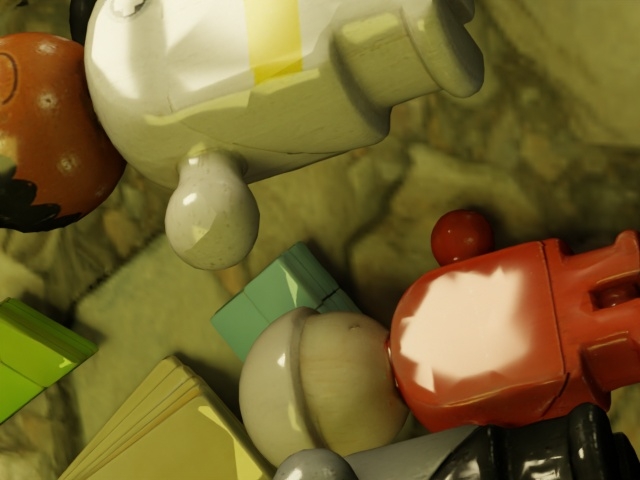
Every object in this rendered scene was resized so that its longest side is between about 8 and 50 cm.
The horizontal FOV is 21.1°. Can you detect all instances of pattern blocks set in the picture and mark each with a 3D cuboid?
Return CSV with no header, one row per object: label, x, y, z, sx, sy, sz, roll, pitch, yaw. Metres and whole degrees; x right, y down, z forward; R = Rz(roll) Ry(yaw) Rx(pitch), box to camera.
pattern blocks set,-0.054,0.146,0.702,0.324,0.026,0.285,-28,97,38

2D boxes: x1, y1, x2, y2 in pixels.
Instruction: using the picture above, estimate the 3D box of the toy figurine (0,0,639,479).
toy figurine,0.000,0.000,0.476,0.148,0.209,0.213,-16,106,19
